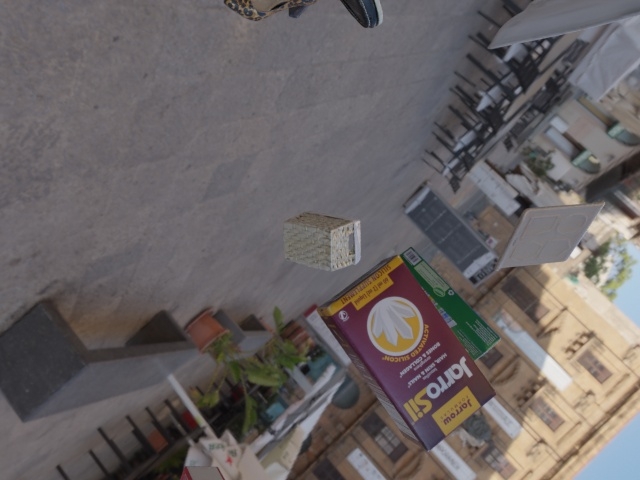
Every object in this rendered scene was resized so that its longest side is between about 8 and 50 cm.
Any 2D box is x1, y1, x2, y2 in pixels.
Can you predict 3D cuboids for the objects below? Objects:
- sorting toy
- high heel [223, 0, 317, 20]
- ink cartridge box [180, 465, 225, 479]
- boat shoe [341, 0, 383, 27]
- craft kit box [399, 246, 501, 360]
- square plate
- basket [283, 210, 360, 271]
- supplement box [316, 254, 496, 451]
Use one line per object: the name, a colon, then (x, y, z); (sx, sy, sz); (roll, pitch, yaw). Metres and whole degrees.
sorting toy: (0.504, -0.013, 1.138); (0.208, 0.038, 0.193); (-8, 140, -12)
high heel: (-0.130, -0.704, 1.443); (0.261, 0.093, 0.186); (-10, 180, -30)
ink cartridge box: (-0.192, 0.450, 0.789); (0.063, 0.109, 0.151); (17, 94, -33)
boat shoe: (0.010, -0.601, 1.121); (0.113, 0.340, 0.127); (-42, -151, -6)
craft kit box: (0.232, 0.168, 1.086); (0.061, 0.250, 0.247); (-35, 159, -19)
square plate: (0.491, -0.404, 0.788); (0.344, 0.049, 0.347); (-37, -154, -30)
basket: (0.000, 0.000, 1.212); (0.103, 0.167, 0.114); (-20, 114, -48)
supplement box: (0.093, 0.124, 0.580); (0.104, 0.188, 0.081); (-35, 178, -12)
